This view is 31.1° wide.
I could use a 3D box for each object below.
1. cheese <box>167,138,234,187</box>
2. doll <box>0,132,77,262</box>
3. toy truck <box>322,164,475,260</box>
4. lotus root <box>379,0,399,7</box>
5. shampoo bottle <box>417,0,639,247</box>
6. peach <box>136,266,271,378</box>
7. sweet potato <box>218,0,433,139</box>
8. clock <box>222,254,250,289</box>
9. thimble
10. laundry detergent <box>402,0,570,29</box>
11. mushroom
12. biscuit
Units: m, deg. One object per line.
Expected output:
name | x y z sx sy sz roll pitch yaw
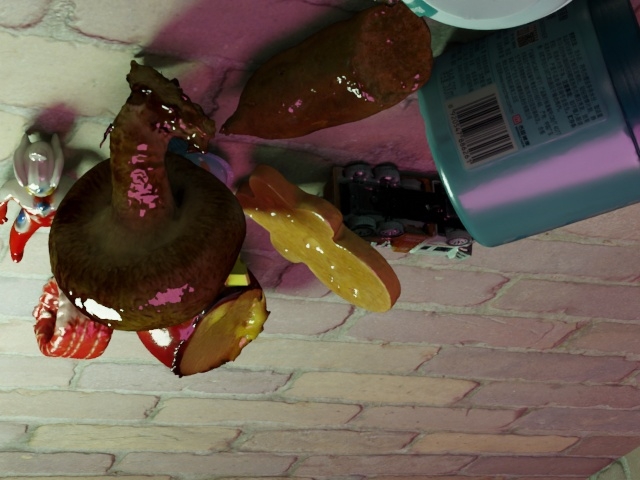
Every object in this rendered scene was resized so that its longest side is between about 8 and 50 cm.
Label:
cheese | -0.237 -0.130 2.008 0.135 0.052 0.245 -19 146 15
doll | -0.482 -0.064 2.020 0.188 0.099 0.384 -4 153 -10
toy truck | 0.157 -0.040 2.208 0.338 0.133 0.184 7 157 -21
lotus root | 0.089 -0.395 1.574 0.070 0.144 0.143 20 131 -29
shampoo bottle | 0.364 -0.189 1.806 0.342 0.331 0.331 -19 149 18
peach | -0.249 0.131 2.320 0.258 0.201 0.361 -45 159 1
sweet potato | 0.000 -0.247 1.790 0.369 0.158 0.157 -16 151 33
clock | -0.280 0.022 2.052 0.293 0.277 0.071 -19 128 -8
thimble | -0.492 0.153 2.309 0.125 0.163 0.189 7 146 -30
laundry detergent | 0.195 -0.417 1.314 0.287 0.305 0.287 8 141 6
mushroom | -0.275 -0.032 1.813 0.334 0.331 0.356 -42 163 -17
biscuit | 0.001 -0.002 2.083 0.355 0.052 0.275 39 158 -2
